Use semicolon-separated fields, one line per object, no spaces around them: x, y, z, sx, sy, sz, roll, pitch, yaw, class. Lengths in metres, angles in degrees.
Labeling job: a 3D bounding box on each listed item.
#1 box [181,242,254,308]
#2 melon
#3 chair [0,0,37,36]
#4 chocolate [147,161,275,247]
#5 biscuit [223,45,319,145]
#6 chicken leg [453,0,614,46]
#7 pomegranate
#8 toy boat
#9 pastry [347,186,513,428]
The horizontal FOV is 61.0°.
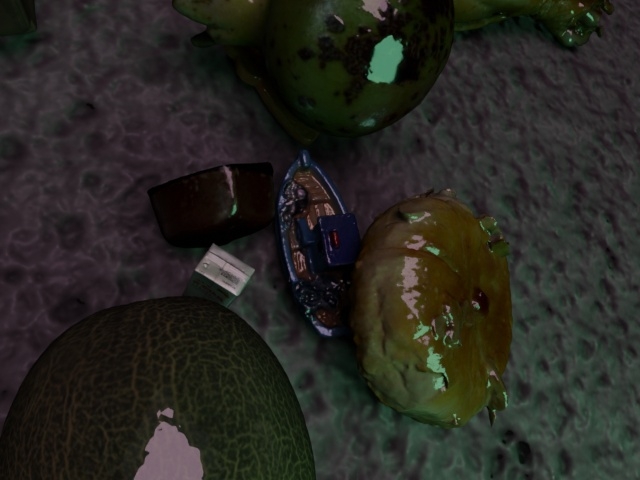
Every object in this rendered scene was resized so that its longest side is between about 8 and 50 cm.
-0.108;0.047;0.557;0.050;0.117;0.036;34;60;-8;box
-0.120;0.198;0.427;0.237;0.237;0.302;-6;76;-22;melon
-0.318;-0.329;0.590;0.326;0.176;0.183;-7;64;-16;chair
-0.103;-0.036;0.598;0.148;0.125;0.080;-14;92;-28;chocolate
-0.047;-0.241;0.732;0.162;0.035;0.250;-9;74;-22;biscuit
0.307;-0.403;0.878;0.429;0.152;0.202;4;85;-27;chicken leg
0.004;-0.262;0.636;0.305;0.242;0.242;32;62;12;pomegranate
0.000;0.000;0.626;0.100;0.097;0.223;-7;74;-26;toy boat
0.132;0.074;0.595;0.236;0.120;0.257;-47;119;-43;pastry
